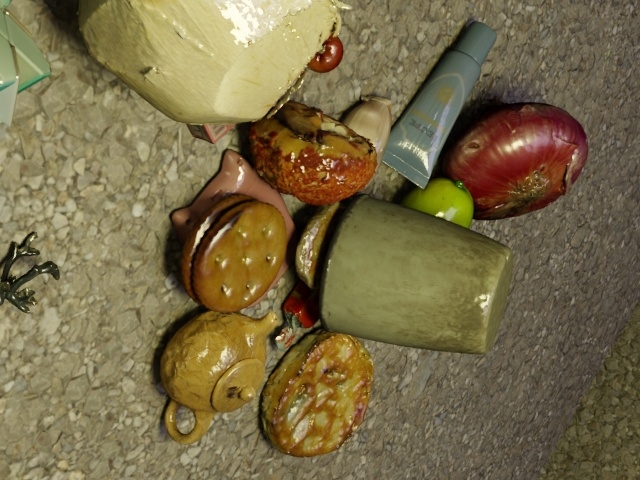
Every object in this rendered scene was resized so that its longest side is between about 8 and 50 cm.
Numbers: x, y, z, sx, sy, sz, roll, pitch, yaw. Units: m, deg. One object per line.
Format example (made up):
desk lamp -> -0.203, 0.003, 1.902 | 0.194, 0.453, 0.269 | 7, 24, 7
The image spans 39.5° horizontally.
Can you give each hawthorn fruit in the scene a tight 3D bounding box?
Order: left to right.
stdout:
hawthorn fruit -> 0.005, -0.346, 1.641 | 0.093, 0.081, 0.081 | -3, 114, -80

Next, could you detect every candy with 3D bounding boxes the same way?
candy -> -0.010, 0.104, 1.860 | 0.292, 0.059, 0.086 | -55, 138, -15

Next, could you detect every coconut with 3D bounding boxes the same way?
coconut -> -0.167, -0.351, 1.232 | 0.360, 0.346, 0.346 | 39, 78, -29

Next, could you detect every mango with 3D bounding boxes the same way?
mango -> 0.232, 0.011, 2.010 | 0.192, 0.156, 0.343 | -15, 134, -35

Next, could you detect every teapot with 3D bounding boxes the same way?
teapot -> -0.182, 0.249, 1.630 | 0.311, 0.167, 0.203 | -56, 146, 7

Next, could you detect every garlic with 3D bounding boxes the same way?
garlic -> 0.079, -0.160, 1.816 | 0.148, 0.128, 0.266 | 4, 117, -38

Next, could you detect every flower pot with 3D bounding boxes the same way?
flower pot -> 0.195, 0.085, 1.767 | 0.293, 0.330, 0.293 | 16, 90, -69

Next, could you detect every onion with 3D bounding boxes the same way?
onion -> 0.439, -0.210, 2.082 | 0.347, 0.285, 0.347 | -13, 152, -7

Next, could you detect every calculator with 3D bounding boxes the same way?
calculator -> -0.138, -0.005, 1.667 | 0.220, 0.048, 0.330 | -53, 143, -17

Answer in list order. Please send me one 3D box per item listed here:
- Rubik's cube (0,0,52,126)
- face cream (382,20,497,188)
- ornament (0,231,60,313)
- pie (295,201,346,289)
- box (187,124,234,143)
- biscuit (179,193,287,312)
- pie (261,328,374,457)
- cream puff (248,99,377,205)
Rubik's cube -> -0.440, -0.235, 1.044 | 0.213, 0.265, 0.224 | -28, 140, 8
face cream -> 0.263, -0.306, 1.938 | 0.135, 0.086, 0.385 | 33, 79, -6
ornament -> -0.483, 0.029, 1.263 | 0.236, 0.080, 0.202 | -15, 122, -42
pie -> 0.000, 0.000, 1.771 | 0.163, 0.079, 0.193 | 83, 28, -52
box -> -0.184, -0.250, 1.477 | 0.111, 0.060, 0.156 | -45, 140, -24
biscuit -> -0.150, 0.025, 1.572 | 0.220, 0.066, 0.220 | -31, 135, -38
pie -> -0.009, 0.338, 1.964 | 0.315, 0.092, 0.315 | -19, 120, -37
cream puff -> -0.021, -0.153, 1.593 | 0.240, 0.240, 0.164 | 13, 120, -51
